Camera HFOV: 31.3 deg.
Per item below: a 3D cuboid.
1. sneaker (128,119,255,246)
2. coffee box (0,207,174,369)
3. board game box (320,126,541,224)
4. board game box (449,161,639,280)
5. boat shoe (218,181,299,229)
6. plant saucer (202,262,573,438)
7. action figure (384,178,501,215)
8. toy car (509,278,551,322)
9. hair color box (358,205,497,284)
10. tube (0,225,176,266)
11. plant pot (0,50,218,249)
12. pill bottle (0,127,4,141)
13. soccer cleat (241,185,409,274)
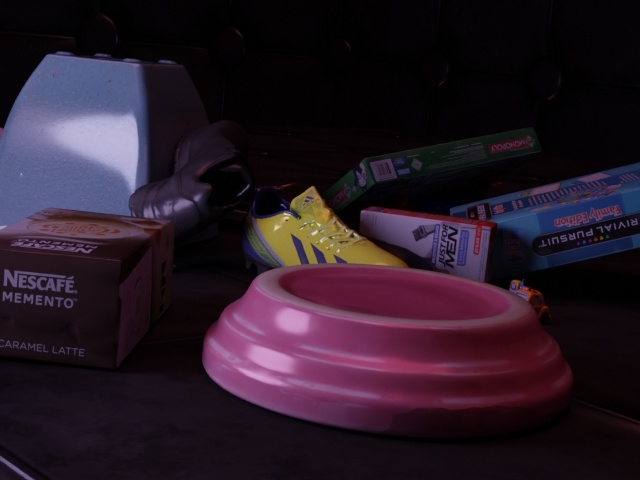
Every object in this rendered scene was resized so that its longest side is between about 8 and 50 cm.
[{"bbox_3d":[-0.133,-0.079,1.469,0.130,0.109,0.286,-18,25,25],"label":"sneaker"},{"bbox_3d":[-0.230,0.037,1.086,0.141,0.098,0.246,5,10,1],"label":"coffee box"},{"bbox_3d":[0.162,-0.096,1.795,0.317,0.046,0.213,-13,-13,-28],"label":"board game box"},{"bbox_3d":[0.348,-0.031,1.558,0.336,0.079,0.254,-14,7,9],"label":"board game box"},{"bbox_3d":[-0.154,-0.070,1.768,0.257,0.095,0.095,6,10,5],"label":"boat shoe"},{"bbox_3d":[0.062,0.084,1.023,0.332,0.084,0.332,6,10,-1],"label":"plant saucer"},{"bbox_3d":[0.245,-0.045,1.805,0.139,0.092,0.280,-16,-7,42],"label":"action figure"},{"bbox_3d":[0.228,0.066,1.343,0.060,0.041,0.122,3,10,-13],"label":"toy car"},{"bbox_3d":[0.132,0.014,1.439,0.167,0.093,0.053,8,10,18],"label":"hair color box"},{"bbox_3d":[-0.277,0.018,1.321,0.062,0.070,0.240,-38,-20,26],"label":"tube"},{"bbox_3d":[-0.290,-0.129,1.581,0.247,0.252,0.248,8,10,18],"label":"plant pot"},{"bbox_3d":[-0.540,-0.120,1.772,0.221,0.124,0.124,11,11,25],"label":"pill bottle"},{"bbox_3d":[-0.001,0.000,1.361,0.093,0.121,0.289,-2,12,-38],"label":"soccer cleat"}]
